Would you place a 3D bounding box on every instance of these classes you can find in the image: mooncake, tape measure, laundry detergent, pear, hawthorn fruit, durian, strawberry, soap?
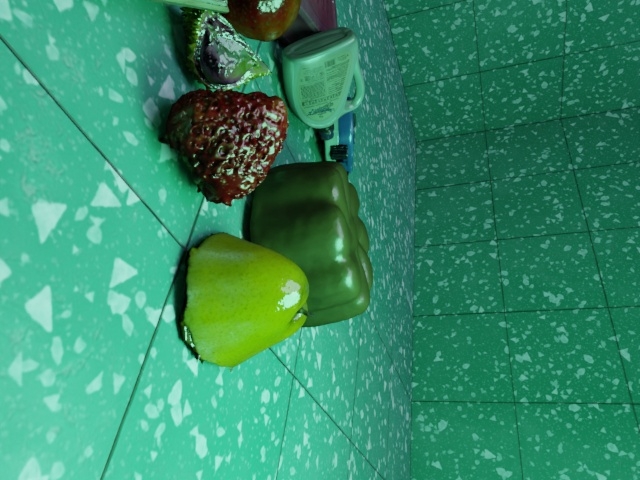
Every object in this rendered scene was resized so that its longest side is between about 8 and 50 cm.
[{"bbox_3d":[0.000,0.000,1.129,0.378,0.200,0.379,-7,90,-74],"label":"mooncake"},{"bbox_3d":[0.056,-0.389,1.531,0.215,0.097,0.351,83,4,-71],"label":"tape measure"},{"bbox_3d":[0.017,-0.389,1.297,0.105,0.214,0.280,57,-12,40],"label":"laundry detergent"},{"bbox_3d":[-0.103,0.093,0.861,0.267,0.178,0.267,-10,90,-73],"label":"pear"},{"bbox_3d":[-0.119,-0.488,0.996,0.200,0.179,0.179,67,22,-72],"label":"hawthorn fruit"},{"bbox_3d":[-0.197,-0.327,0.870,0.108,0.119,0.186,-56,141,0],"label":"durian"},{"bbox_3d":[-0.142,-0.163,0.801,0.184,0.201,0.187,-29,93,-88],"label":"strawberry"},{"bbox_3d":[-0.063,-0.622,1.256,0.359,0.128,0.233,-3,87,-72],"label":"soap"}]

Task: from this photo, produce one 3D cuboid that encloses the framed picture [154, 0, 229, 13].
[{"bbox_3d":[-0.247,-0.478,0.695,0.231,0.018,0.293,-28,101,-55],"label":"framed picture"}]
